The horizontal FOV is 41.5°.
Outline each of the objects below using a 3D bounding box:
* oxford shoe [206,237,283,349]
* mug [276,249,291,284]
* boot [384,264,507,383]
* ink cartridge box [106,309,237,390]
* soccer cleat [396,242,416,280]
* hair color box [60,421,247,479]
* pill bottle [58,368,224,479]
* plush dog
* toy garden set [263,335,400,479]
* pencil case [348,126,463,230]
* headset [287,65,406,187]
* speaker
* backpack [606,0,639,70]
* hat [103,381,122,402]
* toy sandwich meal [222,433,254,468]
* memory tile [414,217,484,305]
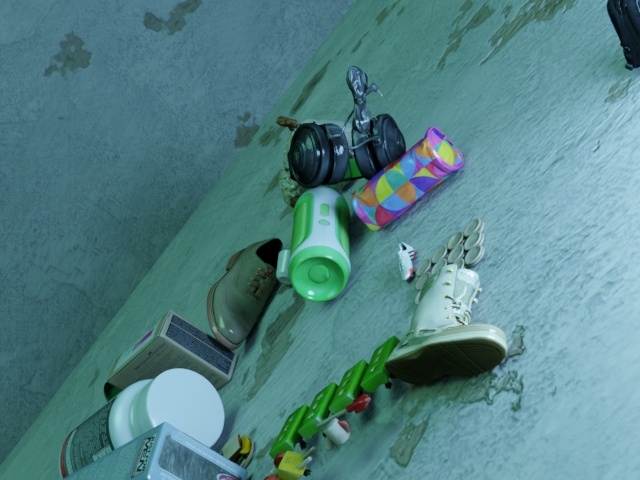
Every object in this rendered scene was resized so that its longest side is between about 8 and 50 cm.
[{"bbox_3d":[-0.167,0.105,1.955,0.130,0.123,0.348,-36,25,29],"label":"oxford shoe"},{"bbox_3d":[-0.068,0.068,1.899,0.062,0.078,0.064,-3,54,25],"label":"mug"},{"bbox_3d":[0.187,0.104,1.152,0.213,0.077,0.165,-27,28,54],"label":"boot"},{"bbox_3d":[-0.333,0.286,1.901,0.235,0.193,0.088,-39,23,35],"label":"ink cartridge box"},{"bbox_3d":[0.143,0.036,1.443,0.029,0.035,0.083,-39,22,37],"label":"soccer cleat"},{"bbox_3d":[-0.322,0.466,1.490,0.374,0.185,0.113,-33,30,36],"label":"hair color box"},{"bbox_3d":[-0.367,0.409,1.727,0.363,0.210,0.210,-38,23,39],"label":"pill bottle"},{"bbox_3d":[-0.036,-0.181,2.099,0.262,0.211,0.225,-87,15,-60],"label":"plush dog"},{"bbox_3d":[0.021,0.270,1.252,0.244,0.049,0.204,-41,6,26],"label":"toy garden set"},{"bbox_3d":[0.159,-0.114,1.593,0.236,0.104,0.104,-37,24,38],"label":"pencil case"},{"bbox_3d":[0.055,-0.205,1.687,0.394,0.243,0.185,124,138,-82],"label":"headset"},{"bbox_3d":[0.000,0.000,1.725,0.131,0.131,0.296,-45,20,23],"label":"speaker"},{"bbox_3d":[0.461,-0.310,1.179,0.084,0.114,0.105,-36,13,-12],"label":"backpack"},{"bbox_3d":[-0.391,0.332,2.010,0.183,0.173,0.208,-46,26,4],"label":"hat"},{"bbox_3d":[-0.152,0.387,1.528,0.085,0.029,0.085,-46,19,21],"label":"toy sandwich meal"},{"bbox_3d":[0.204,0.035,1.337,0.148,0.012,0.113,-43,20,29],"label":"memory tile"}]
